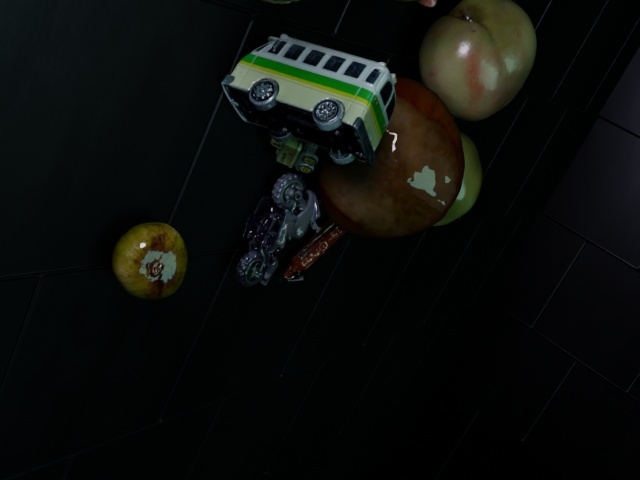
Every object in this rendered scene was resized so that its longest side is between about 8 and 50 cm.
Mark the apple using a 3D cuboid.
[{"bbox_3d":[0.302,-0.169,1.973,0.262,0.262,0.262,-40,151,-27],"label":"apple"}]

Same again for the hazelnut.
[{"bbox_3d":[0.151,-0.173,1.653,0.366,0.366,0.366,-40,151,-27],"label":"hazelnut"}]

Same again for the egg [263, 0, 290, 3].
[{"bbox_3d":[-0.051,-0.443,1.079,0.245,0.203,0.203,-30,146,-42],"label":"egg"}]

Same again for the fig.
[{"bbox_3d":[-0.299,0.037,1.343,0.136,0.121,0.153,-40,152,-17],"label":"fig"}]

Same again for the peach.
[{"bbox_3d":[0.366,-0.419,1.765,0.292,0.247,0.292,-19,115,-47],"label":"peach"}]

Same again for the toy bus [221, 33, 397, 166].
[{"bbox_3d":[-0.013,-0.251,1.306,0.165,0.276,0.133,-60,155,-16],"label":"toy bus"}]

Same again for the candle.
[{"bbox_3d":[0.000,0.000,1.885,0.302,0.059,0.084,-45,141,-22],"label":"candle"}]

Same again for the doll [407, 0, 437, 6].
[{"bbox_3d":[0.130,-0.521,1.349,0.269,0.162,0.167,-13,119,-68],"label":"doll"}]

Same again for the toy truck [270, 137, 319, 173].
[{"bbox_3d":[-0.043,-0.213,1.474,0.191,0.116,0.085,124,-17,-64],"label":"toy truck"}]

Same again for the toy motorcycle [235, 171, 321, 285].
[{"bbox_3d":[-0.088,-0.020,1.659,0.159,0.106,0.270,8,111,-55],"label":"toy motorcycle"}]
